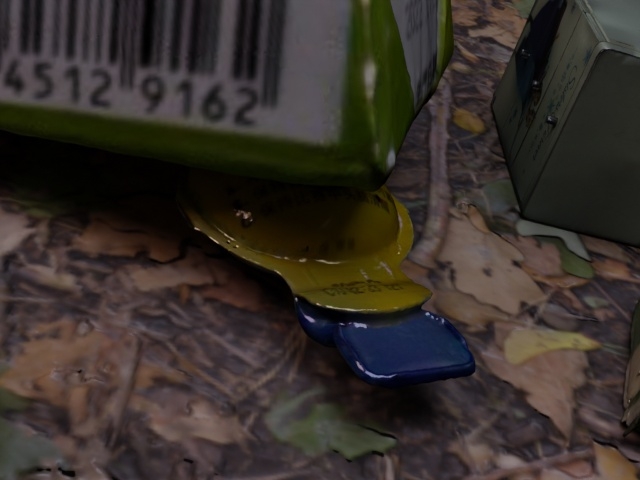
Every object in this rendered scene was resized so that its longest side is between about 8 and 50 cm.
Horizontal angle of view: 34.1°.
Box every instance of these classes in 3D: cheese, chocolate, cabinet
[{"bbox_3d":[0.000,0.000,0.622,0.156,0.064,0.250,-2,36,-28],"label":"cheese"},{"bbox_3d":[-0.071,-0.156,0.674,0.300,0.137,0.289,11,24,11],"label":"chocolate"},{"bbox_3d":[0.236,-0.116,0.838,0.150,0.145,0.206,13,33,-9],"label":"cabinet"}]

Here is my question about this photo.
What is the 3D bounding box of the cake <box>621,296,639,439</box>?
[{"bbox_3d":[0.345,0.074,0.603,0.283,0.172,0.158,25,36,4],"label":"cake"}]
